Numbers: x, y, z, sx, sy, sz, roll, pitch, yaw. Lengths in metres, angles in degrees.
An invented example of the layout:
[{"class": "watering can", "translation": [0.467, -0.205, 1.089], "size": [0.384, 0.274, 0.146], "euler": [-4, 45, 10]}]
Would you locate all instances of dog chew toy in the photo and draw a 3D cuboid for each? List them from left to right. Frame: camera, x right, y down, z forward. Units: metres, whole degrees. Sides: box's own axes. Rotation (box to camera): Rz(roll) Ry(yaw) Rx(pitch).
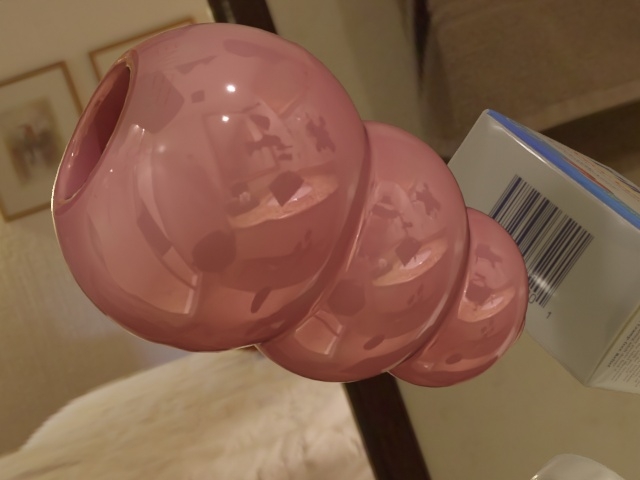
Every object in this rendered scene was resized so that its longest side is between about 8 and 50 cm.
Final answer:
[{"class": "dog chew toy", "translation": [0.000, 0.000, 0.694], "size": [0.332, 0.206, 0.207], "euler": [26, -19, -26]}]

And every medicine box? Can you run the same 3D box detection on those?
[{"class": "medicine box", "translation": [0.287, 0.022, 1.079], "size": [0.289, 0.263, 0.149], "euler": [14, -66, -46]}]

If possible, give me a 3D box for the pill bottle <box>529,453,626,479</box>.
[{"class": "pill bottle", "translation": [0.154, 0.313, 0.861], "size": [0.278, 0.162, 0.162], "euler": [-39, 12, -25]}]
